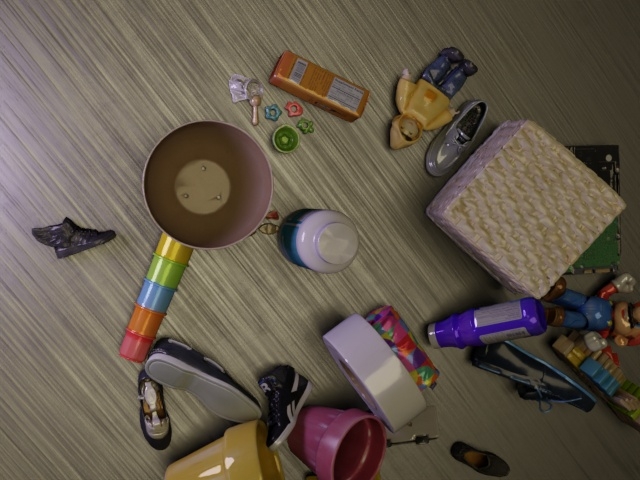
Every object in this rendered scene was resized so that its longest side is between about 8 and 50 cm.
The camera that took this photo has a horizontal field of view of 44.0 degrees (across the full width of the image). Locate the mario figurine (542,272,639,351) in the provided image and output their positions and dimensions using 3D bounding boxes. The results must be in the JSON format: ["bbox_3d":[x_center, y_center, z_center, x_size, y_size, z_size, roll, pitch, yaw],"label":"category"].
[{"bbox_3d":[0.745,0.180,2.046,0.321,0.170,0.198,13,103,-15],"label":"mario figurine"}]

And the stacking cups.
[{"bbox_3d":[-0.377,0.132,1.847,0.096,0.096,0.316,19,90,-13],"label":"stacking cups"}]

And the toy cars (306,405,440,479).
[{"bbox_3d":[0.135,0.545,1.975,0.176,0.087,0.393,40,80,25],"label":"toy cars"}]

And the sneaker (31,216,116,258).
[{"bbox_3d":[-0.565,-0.017,1.816,0.170,0.051,0.089,-21,101,-8],"label":"sneaker"}]

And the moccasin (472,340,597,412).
[{"bbox_3d":[0.546,0.360,2.056,0.342,0.138,0.116,31,90,2],"label":"moccasin"}]

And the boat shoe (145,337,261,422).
[{"bbox_3d":[-0.264,0.327,1.873,0.303,0.091,0.114,36,124,-16],"label":"boat shoe"}]

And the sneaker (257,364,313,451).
[{"bbox_3d":[-0.111,0.389,1.885,0.121,0.079,0.217,38,41,-7],"label":"sneaker"}]

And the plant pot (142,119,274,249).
[{"bbox_3d":[-0.262,-0.123,1.808,0.284,0.191,0.283,0,92,-13],"label":"plant pot"}]

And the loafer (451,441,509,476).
[{"bbox_3d":[0.422,0.578,2.056,0.170,0.061,0.062,22,86,-13],"label":"loafer"}]

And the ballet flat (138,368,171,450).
[{"bbox_3d":[-0.393,0.403,1.862,0.074,0.074,0.203,-9,95,-12],"label":"ballet flat"}]

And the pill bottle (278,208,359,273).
[{"bbox_3d":[0.000,0.000,1.831,0.146,0.264,0.146,-1,94,-16],"label":"pill bottle"}]

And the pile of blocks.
[{"bbox_3d":[0.774,0.359,2.082,0.362,0.149,0.112,43,83,-10],"label":"pile of blocks"}]

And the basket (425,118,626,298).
[{"bbox_3d":[0.481,-0.081,1.900,0.331,0.266,0.328,42,92,0],"label":"basket"}]

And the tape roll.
[{"bbox_3d":[0.126,0.312,1.868,0.100,0.286,0.286,-36,99,-9],"label":"tape roll"}]

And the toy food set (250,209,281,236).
[{"bbox_3d":[-0.152,-0.050,1.923,0.122,0.019,0.077,-7,94,-12],"label":"toy food set"}]

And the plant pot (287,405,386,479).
[{"bbox_3d":[0.029,0.482,1.884,0.201,0.180,0.201,-15,112,-44],"label":"plant pot"}]

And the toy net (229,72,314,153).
[{"bbox_3d":[-0.120,-0.322,1.907,0.122,0.045,0.232,-43,100,-7],"label":"toy net"}]

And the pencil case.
[{"bbox_3d":[0.201,0.276,1.976,0.104,0.104,0.236,-37,97,-9],"label":"pencil case"}]

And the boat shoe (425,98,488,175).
[{"bbox_3d":[0.345,-0.263,1.995,0.079,0.081,0.227,34,84,-12],"label":"boat shoe"}]

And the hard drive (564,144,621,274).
[{"bbox_3d":[0.670,-0.080,2.085,0.237,0.064,0.338,-4,92,-12],"label":"hard drive"}]

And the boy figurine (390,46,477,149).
[{"bbox_3d":[0.258,-0.350,1.969,0.177,0.092,0.285,42,80,-14],"label":"boy figurine"}]

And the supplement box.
[{"bbox_3d":[-0.002,-0.370,1.916,0.234,0.078,0.080,26,83,-13],"label":"supplement box"}]

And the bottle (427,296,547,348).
[{"bbox_3d":[0.409,0.211,1.959,0.283,0.118,0.092,-15,69,25],"label":"bottle"}]

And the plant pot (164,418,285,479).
[{"bbox_3d":[-0.221,0.567,1.833,0.239,0.254,0.253,-16,96,5],"label":"plant pot"}]
